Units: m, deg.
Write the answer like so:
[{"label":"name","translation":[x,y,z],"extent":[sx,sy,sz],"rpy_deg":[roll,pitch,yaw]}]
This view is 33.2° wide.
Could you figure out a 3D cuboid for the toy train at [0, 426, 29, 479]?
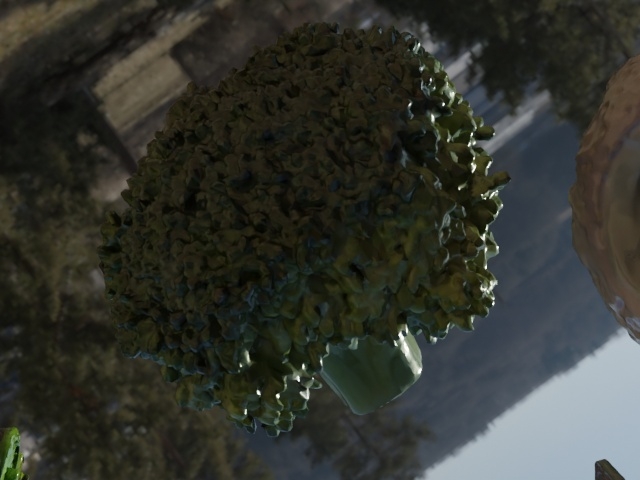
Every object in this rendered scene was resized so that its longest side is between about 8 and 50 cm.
[{"label":"toy train","translation":[-0.160,0.177,0.366],"extent":[0.085,0.053,0.249],"rpy_deg":[109,-6,-53]}]

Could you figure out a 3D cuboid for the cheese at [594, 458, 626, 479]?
[{"label":"cheese","translation":[0.211,0.190,0.635],"extent":[0.037,0.097,0.192],"rpy_deg":[-10,-158,-10]}]

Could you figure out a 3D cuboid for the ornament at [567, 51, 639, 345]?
[{"label":"ornament","translation":[0.290,-0.030,0.644],"extent":[0.225,0.259,0.259],"rpy_deg":[-12,158,-39]}]

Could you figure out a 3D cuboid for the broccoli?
[{"label":"broccoli","translation":[-0.005,-0.008,0.709],"extent":[0.288,0.259,0.235],"rpy_deg":[-30,178,0]}]
